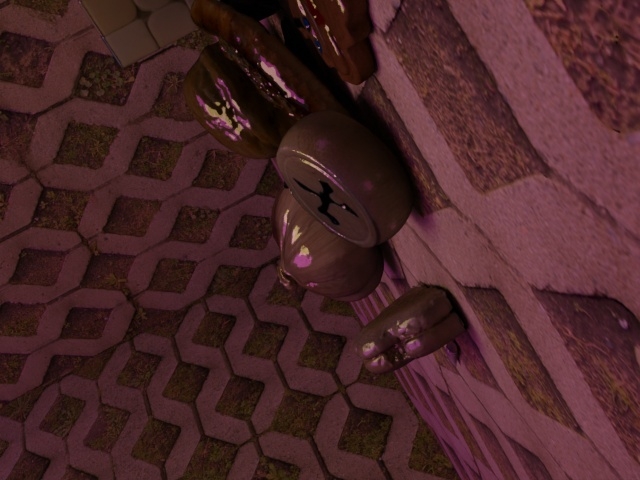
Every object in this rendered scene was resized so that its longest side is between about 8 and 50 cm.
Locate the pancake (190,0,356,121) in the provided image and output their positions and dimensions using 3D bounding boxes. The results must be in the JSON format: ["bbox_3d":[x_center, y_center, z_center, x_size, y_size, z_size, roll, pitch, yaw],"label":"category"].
[{"bbox_3d":[-0.087,-0.279,1.280,0.427,0.067,0.305,44,172,6],"label":"pancake"}]

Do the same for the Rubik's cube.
[{"bbox_3d":[-0.461,-0.708,1.806,0.344,0.346,0.347,58,174,34],"label":"Rubik's cube"}]

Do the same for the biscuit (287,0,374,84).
[{"bbox_3d":[0.002,-0.297,0.961,0.320,0.047,0.183,-124,9,-64],"label":"biscuit"}]

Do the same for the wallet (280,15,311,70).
[{"bbox_3d":[-0.045,-0.340,1.343,0.088,0.026,0.129,61,176,17],"label":"wallet"}]

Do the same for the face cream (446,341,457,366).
[{"bbox_3d":[0.257,0.221,1.437,0.038,0.020,0.115,59,178,22],"label":"face cream"}]

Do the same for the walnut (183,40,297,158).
[{"bbox_3d":[-0.154,-0.301,1.565,0.283,0.227,0.283,51,-177,-3],"label":"walnut"}]

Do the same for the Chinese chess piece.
[{"bbox_3d":[0.035,-0.089,1.123,0.238,0.092,0.238,38,163,14],"label":"Chinese chess piece"}]

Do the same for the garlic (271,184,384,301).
[{"bbox_3d":[0.014,-0.009,1.640,0.322,0.241,0.322,173,90,-90],"label":"garlic"}]

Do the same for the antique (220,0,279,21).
[{"bbox_3d":[-0.158,-0.485,1.341,0.183,0.088,0.086,59,174,29],"label":"antique"}]

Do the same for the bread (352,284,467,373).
[{"bbox_3d":[0.150,0.170,1.341,0.102,0.183,0.337,53,176,3],"label":"bread"}]
